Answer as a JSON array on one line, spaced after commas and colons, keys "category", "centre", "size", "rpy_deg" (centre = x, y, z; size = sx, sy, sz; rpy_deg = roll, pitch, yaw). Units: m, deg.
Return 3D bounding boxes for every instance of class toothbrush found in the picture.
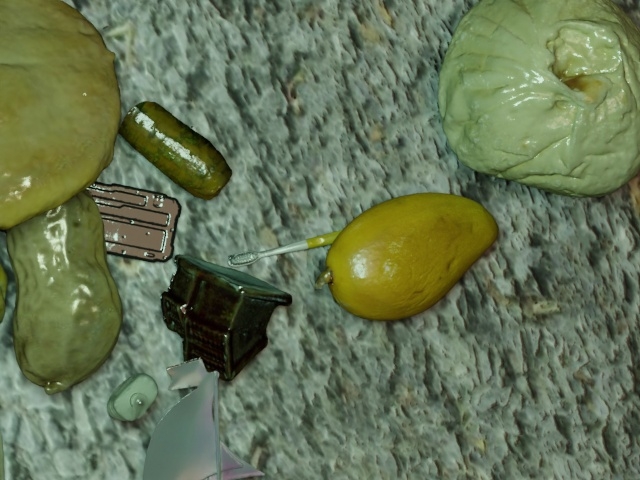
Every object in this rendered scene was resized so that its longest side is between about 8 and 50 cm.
[{"category": "toothbrush", "centre": [0.000, 0.000, 1.887], "size": [0.288, 0.024, 0.021], "rpy_deg": [-13, 88, -16]}]

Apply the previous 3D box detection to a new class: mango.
[{"category": "mango", "centre": [0.132, 0.021, 1.871], "size": [0.317, 0.119, 0.176], "rpy_deg": [-24, 100, -22]}]

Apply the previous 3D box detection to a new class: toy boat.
[{"category": "toy boat", "centre": [-0.192, 0.343, 1.767], "size": [0.219, 0.072, 0.318], "rpy_deg": [-26, 103, -15]}]

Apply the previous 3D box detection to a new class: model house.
[{"category": "model house", "centre": [-0.153, 0.114, 1.811], "size": [0.165, 0.106, 0.152], "rpy_deg": [22, 92, 23]}]

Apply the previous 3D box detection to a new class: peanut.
[{"category": "peanut", "centre": [-0.344, 0.062, 1.716], "size": [0.159, 0.143, 0.291], "rpy_deg": [-2, 93, 25]}]

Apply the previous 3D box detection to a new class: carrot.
[{"category": "carrot", "centre": [-0.207, -0.131, 1.814], "size": [0.173, 0.082, 0.082], "rpy_deg": [41, 77, -6]}]

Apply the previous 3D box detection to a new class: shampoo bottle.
[{"category": "shampoo bottle", "centre": [-0.256, 0.218, 1.737], "size": [0.045, 0.152, 0.077], "rpy_deg": [46, 76, -6]}]

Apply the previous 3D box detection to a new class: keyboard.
[{"category": "keyboard", "centre": [-0.334, -0.039, 1.805], "size": [0.262, 0.016, 0.106], "rpy_deg": [11, 84, -14]}]

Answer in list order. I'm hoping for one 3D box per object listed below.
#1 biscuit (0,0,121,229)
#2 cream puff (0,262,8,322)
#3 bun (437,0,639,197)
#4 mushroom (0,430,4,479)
[{"category": "biscuit", "centre": [-0.472, -0.189, 1.599], "size": [0.446, 0.104, 0.429], "rpy_deg": [-14, 61, -23]}, {"category": "cream puff", "centre": [-0.561, 0.056, 1.607], "size": [0.291, 0.257, 0.324], "rpy_deg": [39, 82, -7]}, {"category": "bun", "centre": [0.365, -0.226, 1.899], "size": [0.349, 0.227, 0.352], "rpy_deg": [-25, 94, -17]}, {"category": "mushroom", "centre": [-0.479, 0.277, 1.736], "size": [0.068, 0.043, 0.306], "rpy_deg": [-13, 88, -35]}]
